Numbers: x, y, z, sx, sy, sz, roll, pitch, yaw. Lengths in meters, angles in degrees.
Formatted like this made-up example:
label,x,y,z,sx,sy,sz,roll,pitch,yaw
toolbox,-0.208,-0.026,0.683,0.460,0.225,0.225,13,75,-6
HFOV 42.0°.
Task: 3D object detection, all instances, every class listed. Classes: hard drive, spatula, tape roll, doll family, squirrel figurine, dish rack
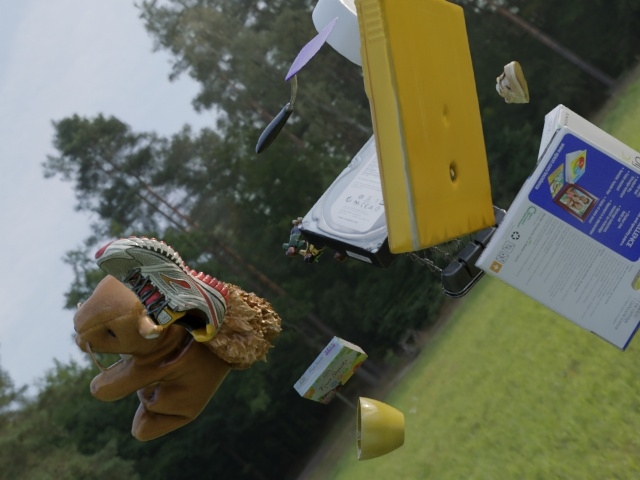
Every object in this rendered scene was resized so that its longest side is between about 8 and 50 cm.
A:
label,x,y,z,sx,sy,sz,roll,pitch,yaw
hard drive,0.137,-0.109,1.686,0.339,0.237,0.064,-50,-50,-18
spatula,-0.048,-0.217,1.252,0.296,0.030,0.084,-56,8,53
tape roll,0.127,-0.508,1.953,0.286,0.286,0.100,-39,-16,-53
doll family,0.000,0.000,1.852,0.193,0.076,0.111,-21,47,45
squirrel figurine,-0.279,0.160,1.607,0.397,0.281,0.370,-16,-34,-3
dish rack,0.244,-0.025,1.717,0.208,0.271,0.074,-44,-42,-15

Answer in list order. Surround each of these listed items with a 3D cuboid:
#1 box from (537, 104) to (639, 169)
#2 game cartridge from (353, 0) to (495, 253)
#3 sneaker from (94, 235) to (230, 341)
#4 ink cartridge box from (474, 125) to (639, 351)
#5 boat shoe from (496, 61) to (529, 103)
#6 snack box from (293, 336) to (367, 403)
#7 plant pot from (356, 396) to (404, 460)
label,x,y,z,sx,sy,sz,roll,pitch,yaw
box,0.592,-0.113,1.726,0.058,0.322,0.232,-46,20,54
game cartridge,0.142,-0.159,1.094,0.052,0.324,0.285,-9,2,31
sneaker,-0.226,0.071,1.211,0.088,0.225,0.093,-32,37,37
ink cartridge box,0.495,-0.004,1.537,0.304,0.307,0.072,-59,1,2
boat shoe,0.396,-0.321,1.735,0.170,0.059,0.063,29,-126,-66
snack box,0.022,0.276,1.764,0.141,0.037,0.100,-51,-40,7
plant pot,0.129,0.404,1.785,0.134,0.095,0.134,-178,90,-89
